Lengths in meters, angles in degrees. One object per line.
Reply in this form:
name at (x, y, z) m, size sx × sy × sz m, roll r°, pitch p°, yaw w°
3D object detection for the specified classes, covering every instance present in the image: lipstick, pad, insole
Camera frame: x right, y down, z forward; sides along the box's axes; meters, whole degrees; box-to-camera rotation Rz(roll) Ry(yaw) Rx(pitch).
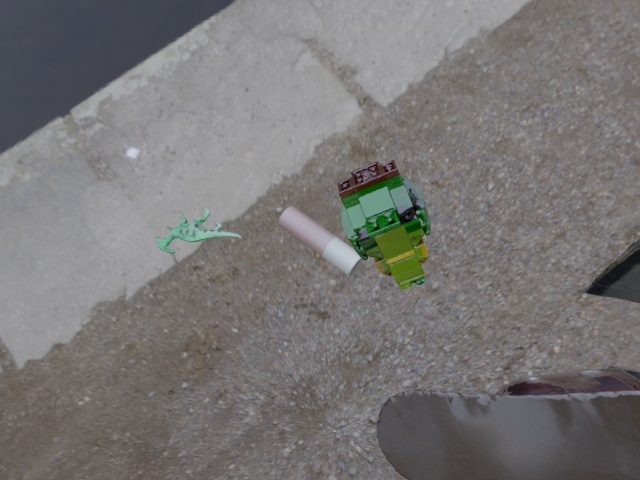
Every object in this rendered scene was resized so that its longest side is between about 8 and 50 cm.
lipstick at (0.000, 0.000, 1.655) m, size 0.254 × 0.070 × 0.070 m, roll 36°, pitch 76°, yaw 16°
pad at (0.620, 0.060, 1.092) m, size 0.174 × 0.233 × 0.022 m, roll 9°, pitch 60°, yaw 0°
insole at (0.164, 0.139, 0.353) m, size 0.328 × 0.007 × 0.111 m, roll -5°, pitch 95°, yaw 43°

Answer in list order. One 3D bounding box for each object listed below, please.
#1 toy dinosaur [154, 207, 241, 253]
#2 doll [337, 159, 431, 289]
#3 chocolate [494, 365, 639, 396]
toy dinosaur at (-0.128, -0.005, 0.601) m, size 0.083 × 0.021 × 0.062 m, roll 25°, pitch 53°, yaw 34°
doll at (0.088, -0.014, 0.754) m, size 0.106 × 0.186 × 0.134 m, roll -24°, pitch 52°, yaw 8°
chocolate at (0.491, 0.420, 1.169) m, size 0.332 × 0.384 × 0.383 m, roll 12°, pitch 70°, yaw -28°
